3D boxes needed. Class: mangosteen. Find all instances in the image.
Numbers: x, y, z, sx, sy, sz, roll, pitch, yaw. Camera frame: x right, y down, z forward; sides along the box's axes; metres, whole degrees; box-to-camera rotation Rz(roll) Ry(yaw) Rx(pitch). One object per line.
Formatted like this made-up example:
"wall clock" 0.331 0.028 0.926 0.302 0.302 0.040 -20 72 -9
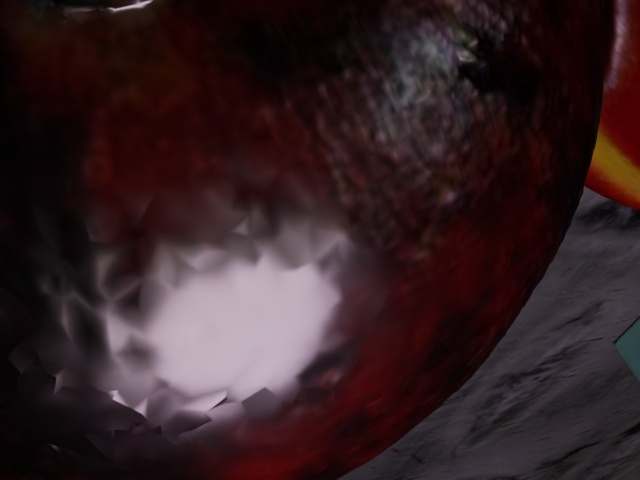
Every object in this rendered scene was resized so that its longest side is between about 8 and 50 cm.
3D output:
"mangosteen" -0.062 -0.056 0.476 0.311 0.311 0.311 -19 153 -10

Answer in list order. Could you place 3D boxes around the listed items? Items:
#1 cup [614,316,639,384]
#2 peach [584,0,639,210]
"cup" 0.357 0.155 1.240 0.134 0.236 0.148 -36 153 26
"peach" 0.237 -0.105 0.657 0.361 0.201 0.258 2 144 -21
